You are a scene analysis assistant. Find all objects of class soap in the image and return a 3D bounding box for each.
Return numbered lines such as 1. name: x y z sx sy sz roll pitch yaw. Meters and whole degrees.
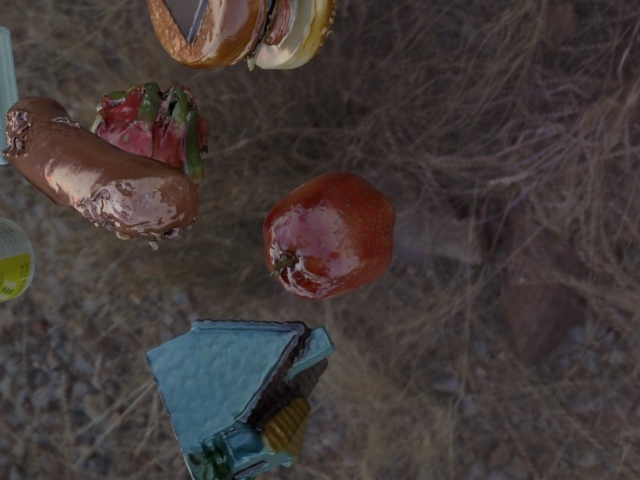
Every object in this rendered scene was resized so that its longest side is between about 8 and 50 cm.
1. soap: -0.506 -0.210 1.672 0.119 0.066 0.198 1 104 20

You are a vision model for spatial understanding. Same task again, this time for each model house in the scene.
1. model house: -0.079 0.230 1.672 0.249 0.280 0.230 -24 72 1

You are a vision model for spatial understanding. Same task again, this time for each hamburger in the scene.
1. hamburger: -0.105 -0.372 1.612 0.291 0.225 0.291 24 119 53

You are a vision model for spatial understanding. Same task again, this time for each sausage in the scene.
1. sausage: -0.212 -0.067 1.004 0.327 0.087 0.079 28 129 50

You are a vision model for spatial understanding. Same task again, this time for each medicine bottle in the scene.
1. medicine bottle: -0.578 0.044 1.793 0.143 0.258 0.143 3 97 24

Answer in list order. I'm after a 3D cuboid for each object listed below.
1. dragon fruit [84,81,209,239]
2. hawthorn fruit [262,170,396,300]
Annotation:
1. dragon fruit: -0.317 -0.144 2.015 0.231 0.237 0.302 22 118 -7
2. hawthorn fruit: 0.000 0.000 1.810 0.205 0.253 0.205 17 117 38
